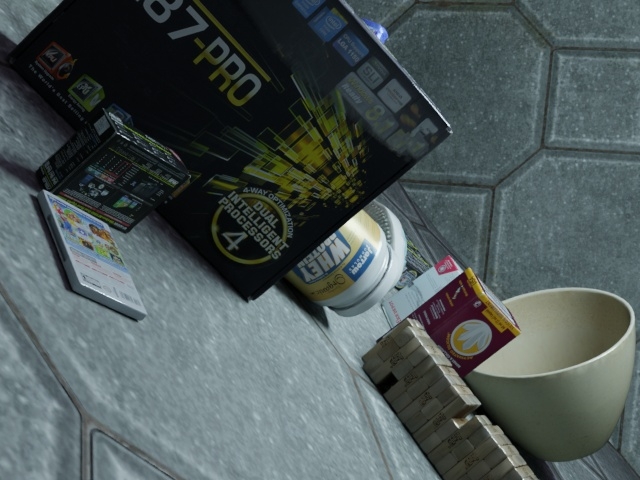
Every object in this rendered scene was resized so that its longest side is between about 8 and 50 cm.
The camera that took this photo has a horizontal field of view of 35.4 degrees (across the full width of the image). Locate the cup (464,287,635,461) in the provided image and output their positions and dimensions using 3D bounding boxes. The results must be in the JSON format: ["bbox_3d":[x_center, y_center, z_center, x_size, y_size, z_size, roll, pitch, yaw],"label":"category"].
[{"bbox_3d":[0.434,0.265,1.858,0.331,0.331,0.237,-95,168,-71],"label":"cup"}]

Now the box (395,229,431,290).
[{"bbox_3d":[0.144,0.017,2.085,0.270,0.060,0.216,34,18,-54],"label":"box"}]

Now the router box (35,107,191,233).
[{"bbox_3d":[-0.198,-0.064,0.969,0.038,0.092,0.122,56,12,31],"label":"router box"}]

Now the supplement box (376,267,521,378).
[{"bbox_3d":[0.192,0.146,1.514,0.104,0.188,0.081,44,13,-24],"label":"supplement box"}]

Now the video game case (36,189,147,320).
[{"bbox_3d":[-0.205,0.013,0.897,0.087,0.011,0.122,34,19,-50],"label":"video game case"}]

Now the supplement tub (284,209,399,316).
[{"bbox_3d":[0.000,0.000,1.377,0.200,0.144,0.144,43,13,-28],"label":"supplement tub"}]

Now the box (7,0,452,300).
[{"bbox_3d":[-0.096,-0.172,1.137,0.395,0.318,0.097,47,12,-14],"label":"box"}]

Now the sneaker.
[{"bbox_3d":[0.110,0.017,1.771,0.150,0.135,0.366,42,14,-21],"label":"sneaker"}]

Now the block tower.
[{"bbox_3d":[0.189,0.265,1.371,0.335,0.097,0.091,52,11,20],"label":"block tower"}]

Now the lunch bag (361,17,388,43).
[{"bbox_3d":[-0.023,-0.293,1.763,0.293,0.221,0.138,18,-16,48],"label":"lunch bag"}]

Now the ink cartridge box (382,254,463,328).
[{"bbox_3d":[0.193,0.113,1.734,0.063,0.150,0.109,48,11,-29],"label":"ink cartridge box"}]
